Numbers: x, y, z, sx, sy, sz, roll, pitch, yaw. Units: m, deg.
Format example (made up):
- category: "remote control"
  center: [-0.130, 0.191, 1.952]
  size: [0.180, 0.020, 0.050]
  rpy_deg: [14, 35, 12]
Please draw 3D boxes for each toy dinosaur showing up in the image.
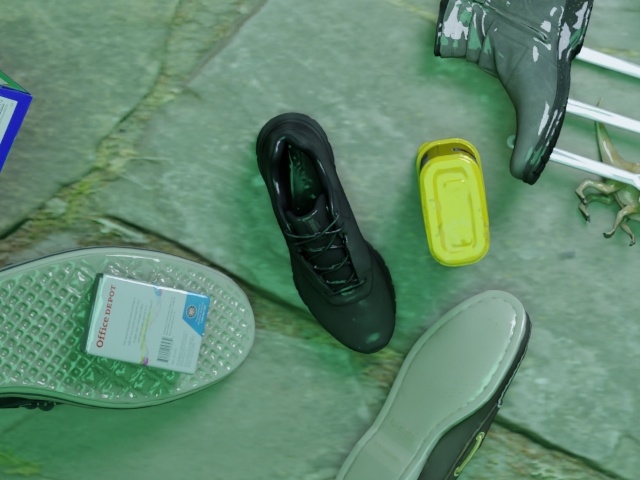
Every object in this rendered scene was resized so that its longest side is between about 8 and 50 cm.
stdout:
- category: "toy dinosaur"
  center: [0.332, -0.061, 1.849]
  size: [0.093, 0.053, 0.183]
  rpy_deg: [-31, 80, -4]

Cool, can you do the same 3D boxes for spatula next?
- category: "spatula"
  center: [0.342, -0.131, 1.829]
  size: [0.242, 0.019, 0.168]
  rpy_deg: [19, 85, 5]

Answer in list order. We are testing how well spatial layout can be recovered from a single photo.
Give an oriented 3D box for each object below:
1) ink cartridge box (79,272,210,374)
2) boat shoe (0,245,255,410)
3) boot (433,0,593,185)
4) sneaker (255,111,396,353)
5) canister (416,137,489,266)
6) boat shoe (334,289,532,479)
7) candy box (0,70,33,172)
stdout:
- category: "ink cartridge box"
  center: [-0.191, 0.090, 1.784]
  size: [0.122, 0.052, 0.088]
  rpy_deg: [13, 87, -18]
- category: "boat shoe"
  center: [-0.325, 0.106, 1.858]
  size: [0.500, 0.156, 0.186]
  rpy_deg: [-7, 93, -11]
- category: "boot"
  center: [0.196, -0.189, 1.800]
  size: [0.161, 0.083, 0.246]
  rpy_deg: [14, 77, 8]
- category: "sneaker"
  center: [0.000, 0.000, 1.830]
  size: [0.109, 0.130, 0.286]
  rpy_deg: [-26, 97, 5]
- category: "canister"
  center: [0.144, -0.042, 1.794]
  size: [0.073, 0.170, 0.126]
  rpy_deg: [-8, 98, 5]
- category: "boat shoe"
  center: [0.137, 0.201, 1.867]
  size: [0.116, 0.097, 0.324]
  rpy_deg: [38, 97, 39]
- category: "candy box"
  center: [-0.468, -0.100, 1.758]
  size: [0.122, 0.317, 0.268]
  rpy_deg: [15, 104, -43]
